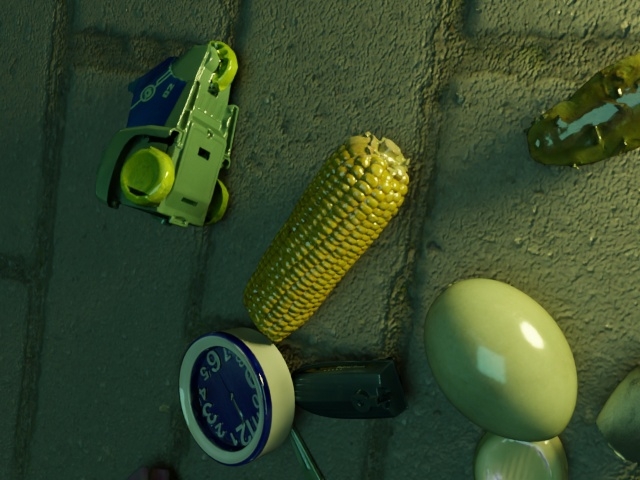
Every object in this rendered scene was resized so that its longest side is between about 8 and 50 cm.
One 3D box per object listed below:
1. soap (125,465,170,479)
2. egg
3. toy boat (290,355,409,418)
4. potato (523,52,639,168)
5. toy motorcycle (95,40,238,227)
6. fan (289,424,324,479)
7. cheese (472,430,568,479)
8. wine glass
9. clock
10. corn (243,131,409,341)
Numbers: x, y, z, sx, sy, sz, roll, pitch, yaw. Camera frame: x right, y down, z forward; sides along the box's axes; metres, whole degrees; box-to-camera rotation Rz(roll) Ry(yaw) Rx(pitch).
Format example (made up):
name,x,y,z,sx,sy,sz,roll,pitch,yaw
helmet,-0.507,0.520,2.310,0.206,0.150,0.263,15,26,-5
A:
name,x,y,z,sx,sy,sz,roll,pitch,yaw
soap,-0.327,0.540,1.234,0.122,0.066,0.203,-47,42,26
egg,0.254,0.168,0.937,0.186,0.187,0.253,-39,75,21
toy boat,0.036,0.244,1.102,0.246,0.103,0.092,-11,104,38
potato,0.391,-0.172,0.902,0.226,0.090,0.117,-28,83,22
toy motorcycle,-0.261,-0.192,1.154,0.200,0.191,0.326,10,83,27
fan,-0.041,0.364,1.177,0.038,0.016,0.193,-29,83,25
cheese,0.293,0.386,1.005,0.137,0.064,0.227,14,98,26
wine glass,0.484,0.192,0.873,0.126,0.126,0.241,40,110,16
clock,-0.149,0.268,1.153,0.231,0.083,0.230,4,96,38
corn,0.000,0.000,1.062,0.144,0.144,0.387,42,107,15
